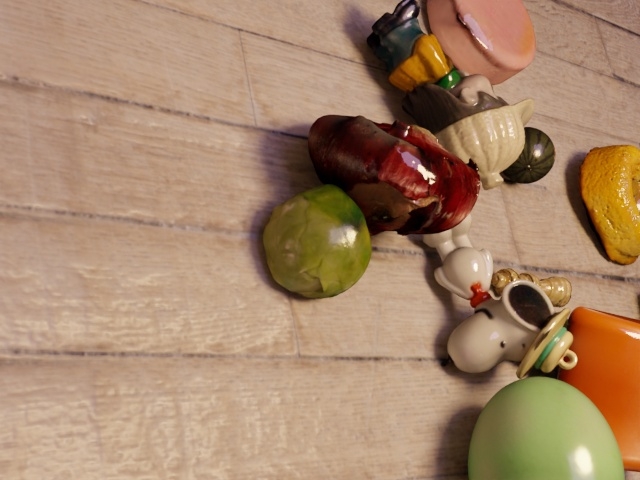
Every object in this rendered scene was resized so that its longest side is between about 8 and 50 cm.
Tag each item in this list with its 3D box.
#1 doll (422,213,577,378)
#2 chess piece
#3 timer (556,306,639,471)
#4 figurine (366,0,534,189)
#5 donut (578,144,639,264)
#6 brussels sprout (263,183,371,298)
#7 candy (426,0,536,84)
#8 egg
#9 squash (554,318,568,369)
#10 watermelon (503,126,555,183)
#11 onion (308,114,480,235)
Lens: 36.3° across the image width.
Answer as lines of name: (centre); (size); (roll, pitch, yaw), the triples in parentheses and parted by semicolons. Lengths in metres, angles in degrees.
doll: (0.278, 0.081, 1.525); (0.208, 0.144, 0.272); (-7, 69, 3)
chess piece: (0.362, 0.079, 1.699); (0.172, 0.060, 0.060); (12, 61, -36)
timer: (0.499, 0.255, 1.628); (0.250, 0.161, 0.258); (13, 88, -23)
figurine: (0.201, -0.235, 1.651); (0.332, 0.185, 0.204); (38, 78, 1)
donut: (0.614, -0.078, 1.983); (0.253, 0.118, 0.254); (18, 66, -49)
brussels sprout: (0.005, 0.000, 1.356); (0.151, 0.122, 0.149); (47, 42, -16)
candy: (0.308, -0.419, 1.880); (0.255, 0.094, 0.255); (21, 55, -34)
egg: (0.322, 0.328, 1.408); (0.220, 0.220, 0.270); (22, 45, -34)
squash: (0.424, 0.178, 1.680); (0.340, 0.094, 0.095); (-2, 70, -44)
watermelon: (0.379, -0.152, 1.793); (0.105, 0.105, 0.133); (48, 25, -13)
onion: (0.097, -0.084, 1.448); (0.272, 0.272, 0.195); (11, 105, -39)
